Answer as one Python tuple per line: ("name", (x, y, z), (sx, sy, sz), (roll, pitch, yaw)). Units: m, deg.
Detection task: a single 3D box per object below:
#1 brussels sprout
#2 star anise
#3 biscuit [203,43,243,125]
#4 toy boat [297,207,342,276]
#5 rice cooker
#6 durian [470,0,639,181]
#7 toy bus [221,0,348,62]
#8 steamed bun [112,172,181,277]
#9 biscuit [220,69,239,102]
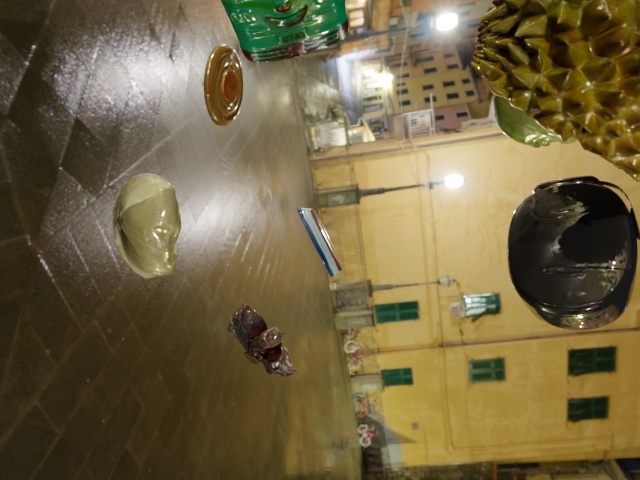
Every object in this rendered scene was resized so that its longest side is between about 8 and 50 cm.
("brussels sprout", (0.446, -0.295, 0.860), (0.223, 0.161, 0.223), (8, 79, -42))
("star anise", (-0.163, 0.268, 1.116), (0.214, 0.099, 0.220), (57, -29, -12))
("biscuit", (-0.309, -0.507, 1.402), (0.262, 0.037, 0.262), (9, 90, -78))
("toy boat", (0.000, 0.000, 1.239), (0.229, 0.045, 0.080), (64, 17, -18))
("rice cooker", (0.309, 0.012, 0.528), (0.118, 0.142, 0.203), (49, 50, -37))
("durian", (0.271, -0.153, 0.367), (0.154, 0.260, 0.187), (-96, -164, -54))
("toy bus", (-0.072, -0.467, 0.624), (0.199, 0.183, 0.344), (61, 18, -67))
("steamed bun", (-0.350, -0.024, 0.843), (0.231, 0.110, 0.213), (14, -68, 58))
("biscuit", (-0.266, -0.451, 1.252), (0.078, 0.015, 0.091), (28, 68, -65))
